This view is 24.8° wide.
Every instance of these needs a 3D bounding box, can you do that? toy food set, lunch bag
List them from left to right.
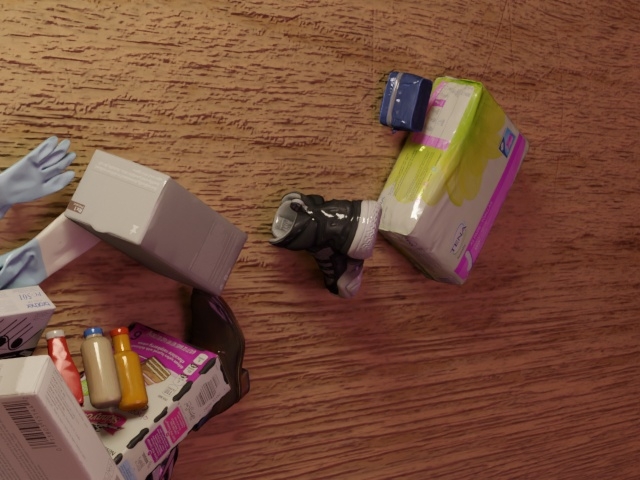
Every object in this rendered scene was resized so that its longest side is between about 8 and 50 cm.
[{"bbox_3d":[-0.335,0.169,1.800,0.232,0.111,0.104,-10,73,-12],"label":"toy food set"},{"bbox_3d":[0.130,-0.215,2.296,0.067,0.065,0.098,8,96,-68],"label":"lunch bag"}]

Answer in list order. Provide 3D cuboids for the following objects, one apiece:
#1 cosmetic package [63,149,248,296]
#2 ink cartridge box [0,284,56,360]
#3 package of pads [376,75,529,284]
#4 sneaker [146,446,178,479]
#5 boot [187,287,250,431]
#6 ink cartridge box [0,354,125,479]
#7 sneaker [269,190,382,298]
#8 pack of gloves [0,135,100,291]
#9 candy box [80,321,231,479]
[{"bbox_3d":[-0.207,-0.019,1.873,0.107,0.127,0.238,-64,154,-11],"label":"cosmetic package"},{"bbox_3d":[-0.421,0.113,1.722,0.207,0.046,0.097,-8,136,-49],"label":"ink cartridge box"},{"bbox_3d":[0.218,-0.100,2.419,0.229,0.101,0.296,40,71,-51],"label":"package of pads"},{"bbox_3d":[-0.232,0.280,2.046,0.077,0.072,0.178,-15,124,-61],"label":"sneaker"},{"bbox_3d":[-0.165,0.171,2.063,0.106,0.082,0.219,-44,136,-36],"label":"boot"},{"bbox_3d":[-0.388,0.267,1.731,0.066,0.261,0.296,-81,157,-46],"label":"ink cartridge box"},{"bbox_3d":[0.000,0.000,2.192,0.268,0.153,0.101,108,-3,-65],"label":"sneaker"},{"bbox_3d":[-0.380,-0.014,1.772,0.232,0.046,0.195,-41,145,-32],"label":"pack of gloves"},{"bbox_3d":[-0.254,0.224,1.908,0.233,0.159,0.071,-47,137,-30],"label":"candy box"}]
